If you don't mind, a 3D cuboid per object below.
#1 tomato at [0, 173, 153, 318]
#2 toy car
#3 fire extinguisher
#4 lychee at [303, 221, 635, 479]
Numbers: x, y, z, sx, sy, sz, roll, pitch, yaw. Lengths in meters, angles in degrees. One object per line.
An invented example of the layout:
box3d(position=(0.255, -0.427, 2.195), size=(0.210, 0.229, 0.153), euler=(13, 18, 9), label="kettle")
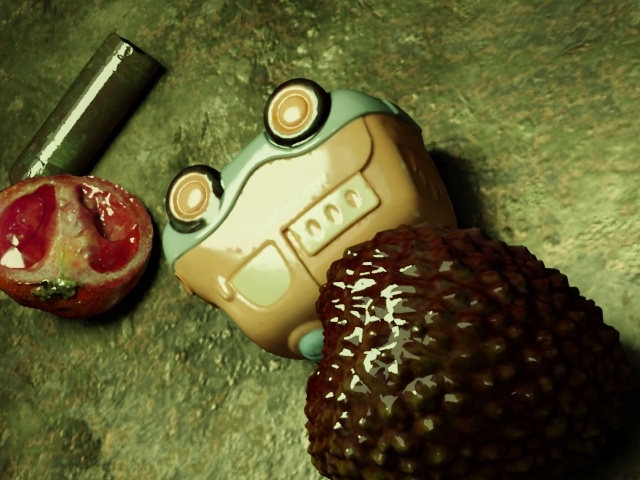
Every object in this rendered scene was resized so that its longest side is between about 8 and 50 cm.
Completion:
box3d(position=(-0.278, 0.015, 1.649), size=(0.189, 0.099, 0.173), euler=(5, 46, -3), label="tomato")
box3d(position=(0.000, 0.000, 1.400), size=(0.270, 0.180, 0.212), euler=(-39, 60, 13), label="toy car")
box3d(position=(-0.296, -0.121, 1.729), size=(0.268, 0.089, 0.072), euler=(-53, 46, 2), label="fire extinguisher")
box3d(position=(0.119, 0.110, 1.220), size=(0.271, 0.271, 0.271), euler=(-17, 58, 29), label="lychee")
